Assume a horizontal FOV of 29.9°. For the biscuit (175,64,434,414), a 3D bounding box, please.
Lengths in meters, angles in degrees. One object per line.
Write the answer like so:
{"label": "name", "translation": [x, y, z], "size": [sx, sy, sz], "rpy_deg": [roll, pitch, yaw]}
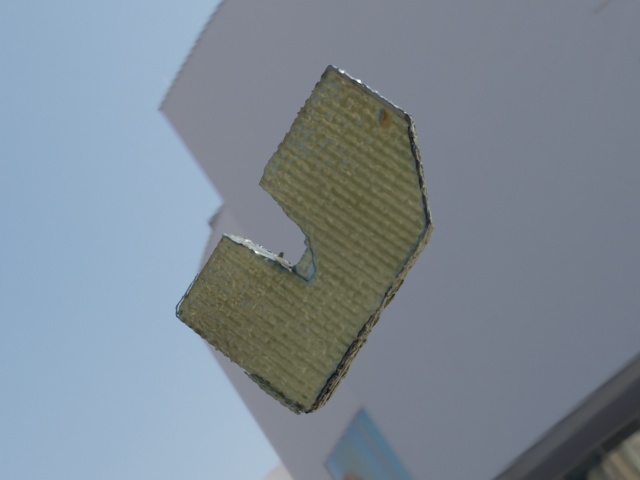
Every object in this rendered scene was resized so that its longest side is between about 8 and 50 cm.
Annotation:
{"label": "biscuit", "translation": [0.000, 0.000, 0.951], "size": [0.250, 0.147, 0.046], "rpy_deg": [-59, -15, 9]}
